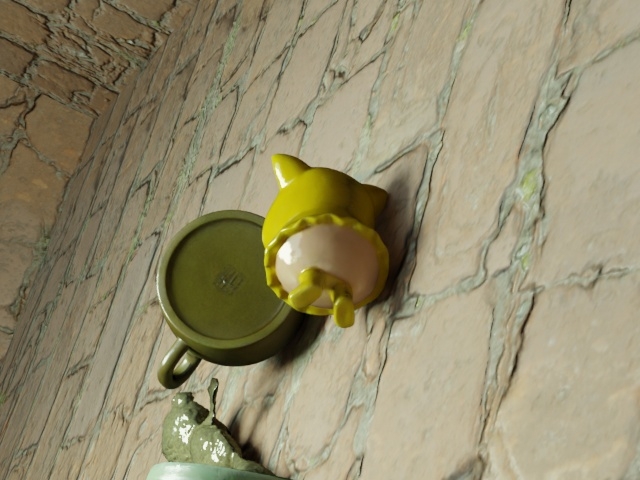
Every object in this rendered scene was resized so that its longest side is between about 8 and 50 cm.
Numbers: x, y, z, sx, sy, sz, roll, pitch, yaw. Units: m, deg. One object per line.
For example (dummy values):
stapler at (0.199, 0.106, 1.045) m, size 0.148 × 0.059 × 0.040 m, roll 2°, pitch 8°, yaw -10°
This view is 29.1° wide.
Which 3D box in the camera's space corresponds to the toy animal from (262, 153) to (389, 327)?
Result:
toy animal at (0.004, 0.002, 1.392) m, size 0.156 × 0.156 × 0.230 m, roll -52°, pitch 24°, yaw 32°

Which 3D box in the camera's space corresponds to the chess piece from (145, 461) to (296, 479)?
chess piece at (-0.100, 0.377, 1.188) m, size 0.194 × 0.194 × 0.299 m, roll -25°, pitch 53°, yaw 61°

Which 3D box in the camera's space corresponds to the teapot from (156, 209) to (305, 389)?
teapot at (-0.113, 0.081, 1.565) m, size 0.268 × 0.185 × 0.175 m, roll -50°, pitch -16°, yaw -11°

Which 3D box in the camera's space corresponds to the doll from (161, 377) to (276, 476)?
doll at (-0.124, 0.260, 1.506) m, size 0.286 × 0.091 × 0.203 m, roll 130°, pitch 125°, yaw -63°
